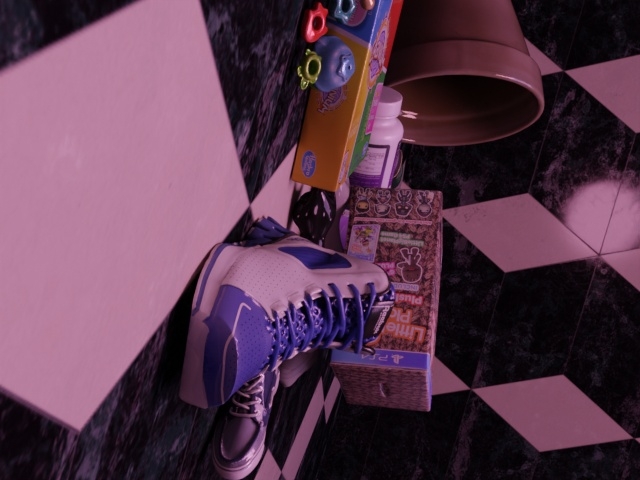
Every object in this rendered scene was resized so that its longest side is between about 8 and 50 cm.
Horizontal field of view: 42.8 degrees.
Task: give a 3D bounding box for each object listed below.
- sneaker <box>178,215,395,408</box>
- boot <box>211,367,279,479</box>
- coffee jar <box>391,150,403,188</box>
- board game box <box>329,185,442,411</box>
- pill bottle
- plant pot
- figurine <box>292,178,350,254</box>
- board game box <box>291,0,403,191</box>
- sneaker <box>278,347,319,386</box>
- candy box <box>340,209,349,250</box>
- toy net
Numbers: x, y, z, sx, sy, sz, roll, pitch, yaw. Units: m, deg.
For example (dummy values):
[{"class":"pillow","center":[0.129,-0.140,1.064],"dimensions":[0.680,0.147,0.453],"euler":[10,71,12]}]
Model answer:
[{"class":"sneaker","center":[-0.017,0.067,0.865],"dimensions":[0.315,0.182,0.127],"euler":[-55,157,-68]},{"class":"boot","center":[-0.097,0.204,1.043],"dimensions":[0.190,0.069,0.086],"euler":[-77,170,-50]},{"class":"coffee jar","center":[0.122,-0.158,1.696],"dimensions":[0.184,0.096,0.079],"euler":[37,66,-82]},{"class":"board game box","center":[0.113,0.096,1.296],"dimensions":[0.232,0.141,0.291],"euler":[72,24,-64]},{"class":"pill bottle","center":[0.076,-0.153,1.345],"dimensions":[0.108,0.108,0.194],"euler":[-62,165,-58]},{"class":"plant pot","center":[0.227,-0.354,1.464],"dimensions":[0.323,0.323,0.280],"euler":[74,15,-75]},{"class":"figurine","center":[0.000,0.000,1.229],"dimensions":[0.215,0.092,0.210],"euler":[-52,153,-72]},{"class":"board game box","center":[0.049,-0.249,1.125],"dimensions":[0.242,0.064,0.317],"euler":[-54,159,-68]},{"class":"sneaker","center":[-0.027,0.146,1.339],"dimensions":[0.121,0.099,0.262],"euler":[-66,170,21]},{"class":"candy box","center":[0.097,0.032,1.528],"dimensions":[0.070,0.196,0.165],"euler":[25,80,-82]},{"class":"toy net","center":[0.016,-0.287,0.935],"dimensions":[0.122,0.045,0.232],"euler":[-4,109,-52]}]
